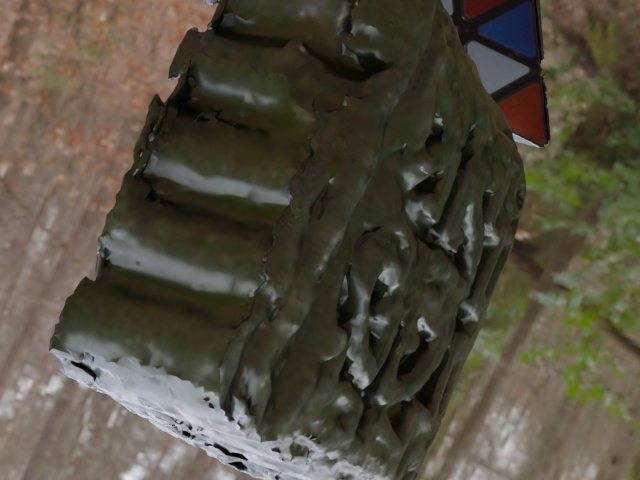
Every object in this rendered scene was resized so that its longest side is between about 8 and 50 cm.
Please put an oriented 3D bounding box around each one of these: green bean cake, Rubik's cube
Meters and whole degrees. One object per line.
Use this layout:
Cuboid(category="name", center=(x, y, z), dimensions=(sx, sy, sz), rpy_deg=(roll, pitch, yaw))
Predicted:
Cuboid(category="green bean cake", center=(0.000, 0.000, 0.679), dimensions=(0.132, 0.241, 0.255), rpy_deg=(17, 164, 25))
Cuboid(category="Rubik's cube", center=(0.184, -0.251, 1.502), dimensions=(0.284, 0.234, 0.250), rpy_deg=(27, -179, 14))
